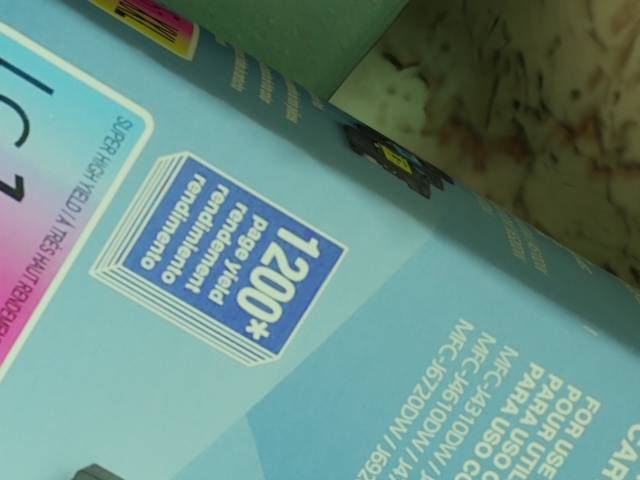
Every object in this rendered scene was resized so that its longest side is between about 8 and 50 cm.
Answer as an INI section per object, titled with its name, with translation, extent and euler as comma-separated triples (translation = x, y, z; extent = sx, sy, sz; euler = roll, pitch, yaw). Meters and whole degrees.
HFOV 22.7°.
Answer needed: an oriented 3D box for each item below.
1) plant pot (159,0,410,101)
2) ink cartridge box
[plant pot]
translation = -0.062, -0.205, 0.724
extent = 0.248, 0.252, 0.247
euler = 52, 164, -22
[ink cartridge box]
translation = 0.000, 0.106, 0.572
extent = 0.270, 0.395, 0.151
euler = -57, 11, 12
